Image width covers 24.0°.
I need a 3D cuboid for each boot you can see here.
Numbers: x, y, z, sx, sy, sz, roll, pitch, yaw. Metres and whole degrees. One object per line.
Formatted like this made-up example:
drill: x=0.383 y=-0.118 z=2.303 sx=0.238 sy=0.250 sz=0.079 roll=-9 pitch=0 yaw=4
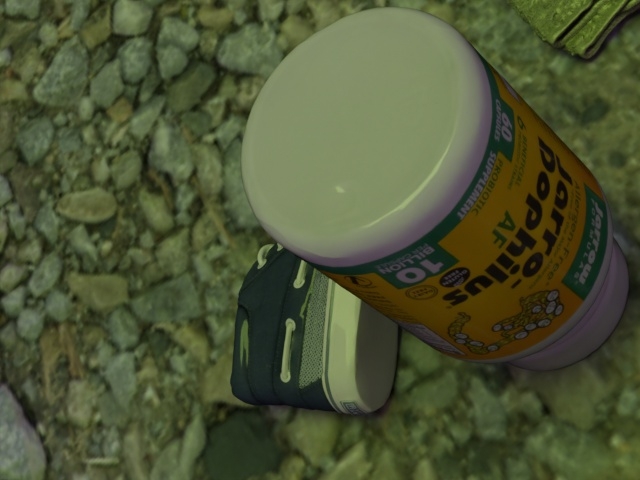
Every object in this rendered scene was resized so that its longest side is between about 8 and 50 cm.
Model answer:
boot: x=0.000 y=0.000 z=0.828 sx=0.086 sy=0.069 sz=0.190 roll=-1 pitch=70 yaw=30

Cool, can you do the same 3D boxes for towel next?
towel: x=0.138 y=-0.176 z=0.849 sx=0.110 sy=0.027 sz=0.148 roll=-44 pitch=53 yaw=9

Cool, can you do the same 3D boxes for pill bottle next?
pill bottle: x=0.065 y=-0.011 z=0.701 sx=0.117 sy=0.208 sz=0.118 roll=-15 pitch=60 yaw=28
